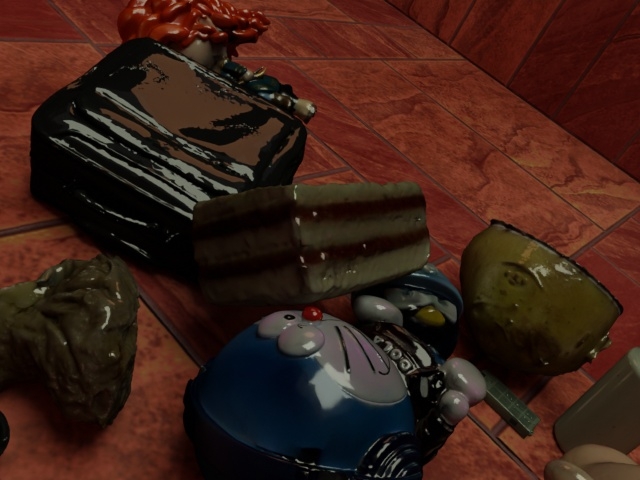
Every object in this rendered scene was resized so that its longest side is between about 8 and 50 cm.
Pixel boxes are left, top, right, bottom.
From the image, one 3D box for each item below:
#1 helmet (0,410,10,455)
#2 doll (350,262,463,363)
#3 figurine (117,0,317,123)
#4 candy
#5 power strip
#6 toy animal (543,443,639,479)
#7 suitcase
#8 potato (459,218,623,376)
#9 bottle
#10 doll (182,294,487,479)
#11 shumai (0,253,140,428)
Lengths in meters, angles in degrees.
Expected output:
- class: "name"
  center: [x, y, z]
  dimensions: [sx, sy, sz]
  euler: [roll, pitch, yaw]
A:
- class: "helmet"
  center: [-0.333, 0.186, 0.589]
  dimensions: [0.084, 0.049, 0.065]
  euler: [-37, 105, -29]
- class: "doll"
  center: [0.136, 0.126, 0.947]
  dimensions: [0.177, 0.141, 0.314]
  euler: [15, 38, -15]
- class: "figurine"
  center: [-0.198, -0.309, 1.244]
  dimensions: [0.306, 0.241, 0.412]
  euler: [-30, 81, -28]
- class: "candy"
  center: [0.000, 0.000, 0.821]
  dimensions: [0.321, 0.179, 0.135]
  euler: [-6, 90, -56]
- class: "power strip"
  center: [0.284, 0.249, 1.003]
  dimensions: [0.136, 0.019, 0.051]
  euler: [45, 38, 23]
- class: "toy animal"
  center: [0.291, 0.306, 0.633]
  dimensions: [0.345, 0.247, 0.277]
  euler: [0, 19, 28]
- class: "suitcase"
  center: [-0.221, -0.119, 0.962]
  dimensions: [0.345, 0.188, 0.339]
  euler: [29, 46, -3]
- class: "potato"
  center: [0.329, 0.111, 1.086]
  dimensions: [0.246, 0.196, 0.300]
  euler: [44, -1, -14]
- class: "bottle"
  center: [0.461, 0.237, 0.944]
  dimensions: [0.104, 0.245, 0.104]
  euler: [19, 34, -14]
- class: "doll"
  center: [0.008, 0.186, 0.686]
  dimensions: [0.284, 0.240, 0.310]
  euler: [21, 10, 38]
- class: "shumai"
  center: [-0.280, 0.099, 0.660]
  dimensions: [0.175, 0.166, 0.206]
  euler: [3, 16, -21]
